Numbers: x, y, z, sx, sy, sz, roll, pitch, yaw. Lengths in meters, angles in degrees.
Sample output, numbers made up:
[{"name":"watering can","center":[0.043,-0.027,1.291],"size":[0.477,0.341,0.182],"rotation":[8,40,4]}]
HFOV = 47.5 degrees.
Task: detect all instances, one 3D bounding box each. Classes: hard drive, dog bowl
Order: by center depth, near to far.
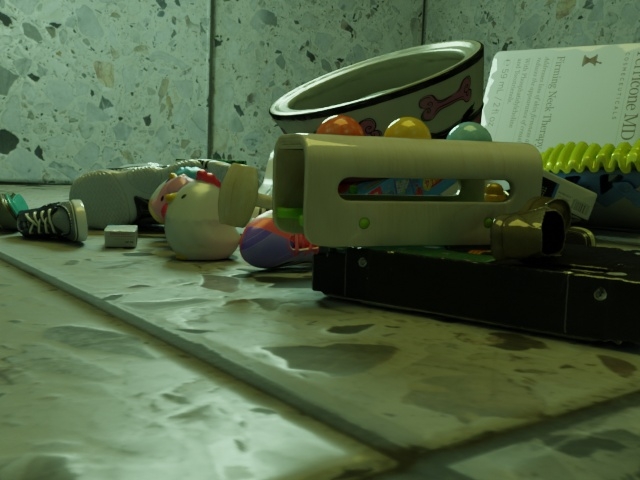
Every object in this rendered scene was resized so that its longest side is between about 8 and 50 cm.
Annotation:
[{"name":"hard drive","center":[0.192,0.038,0.774],"size":[0.338,0.064,0.236],"rotation":[7,8,33]},{"name":"dog bowl","center":[0.119,-0.240,1.363],"size":[0.407,0.151,0.408],"rotation":[-17,21,7]}]

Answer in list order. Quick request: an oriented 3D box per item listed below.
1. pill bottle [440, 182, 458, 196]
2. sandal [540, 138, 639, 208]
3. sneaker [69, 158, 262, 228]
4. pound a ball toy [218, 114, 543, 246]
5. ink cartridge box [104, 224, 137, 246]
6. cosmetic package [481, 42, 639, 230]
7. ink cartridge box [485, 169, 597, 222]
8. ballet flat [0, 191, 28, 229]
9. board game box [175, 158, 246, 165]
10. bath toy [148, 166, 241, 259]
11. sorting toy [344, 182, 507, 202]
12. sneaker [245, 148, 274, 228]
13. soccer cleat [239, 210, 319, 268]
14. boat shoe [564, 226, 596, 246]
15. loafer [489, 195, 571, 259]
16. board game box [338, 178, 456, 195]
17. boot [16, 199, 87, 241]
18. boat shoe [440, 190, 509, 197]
[{"name":"pill bottle","center":[0.153,-0.157,1.744],"size":[0.224,0.224,0.392],"rotation":[-3,9,-39]},{"name":"sandal","center":[0.566,-0.126,1.469],"size":[0.317,0.138,0.126],"rotation":[6,35,43]},{"name":"sneaker","center":[-0.284,-0.095,1.429],"size":[0.365,0.138,0.210],"rotation":[-1,9,-1]},{"name":"pound a ball toy","center":[0.058,-0.072,0.830],"size":[0.318,0.136,0.208],"rotation":[0,7,-19]},{"name":"ink cartridge box","center":[-0.312,-0.006,1.137],"size":[0.048,0.028,0.083],"rotation":[1,7,-12]},{"name":"cosmetic package","center":[0.619,-0.242,1.752],"size":[0.393,0.330,0.327],"rotation":[6,-19,35]},{"name":"ink cartridge box","center":[0.440,-0.086,1.568],"size":[0.165,0.065,0.332],"rotation":[23,-4,-3]},{"name":"ballet flat","center":[-0.573,-0.047,1.316],"size":[0.068,0.072,0.213],"rotation":[-28,13,-12]},{"name":"board game box","center":[-0.253,-0.123,1.703],"size":[0.030,0.136,0.259],"rotation":[4,7,26]},{"name":"bath toy","center":[-0.199,-0.053,1.153],"size":[0.151,0.129,0.348],"rotation":[1,7,-10]},{"name":"sorting toy","center":[0.152,-0.031,1.090],"size":[0.127,0.126,0.365],"rotation":[-4,10,-42]},{"name":"sneaker","center":[-0.039,-0.062,1.203],"size":[0.127,0.126,0.321],"rotation":[4,27,2]},{"name":"soccer cleat","center":[0.000,0.000,0.989],"size":[0.095,0.083,0.248],"rotation":[14,10,41]},{"name":"boat shoe","center":[0.370,0.008,1.159],"size":[0.049,0.056,0.152],"rotation":[-6,0,-24]},{"name":"loafer","center":[0.211,-0.008,0.691],"size":[0.050,0.056,0.148],"rotation":[8,19,37]},{"name":"board game box","center":[0.084,-0.116,1.413],"size":[0.301,0.086,0.308],"rotation":[6,31,47]},{"name":"boot","center":[-0.432,-0.026,1.164],"size":[0.086,0.069,0.190],"rotation":[-10,4,-29]},{"name":"boat shoe","center":[0.323,-0.051,1.430],"size":[0.324,0.097,0.116],"rotation":[3,6,8]}]
